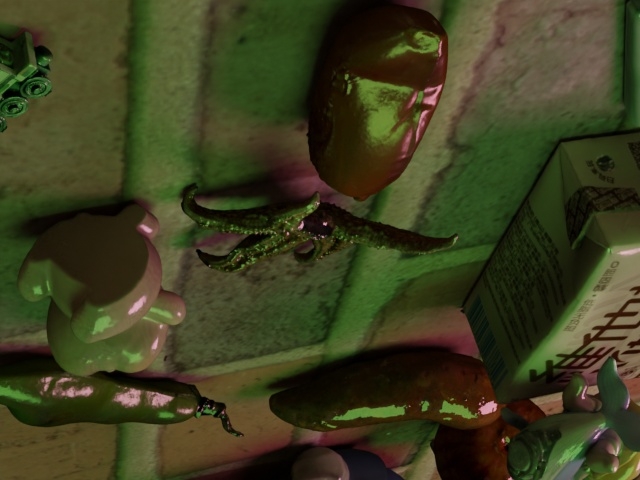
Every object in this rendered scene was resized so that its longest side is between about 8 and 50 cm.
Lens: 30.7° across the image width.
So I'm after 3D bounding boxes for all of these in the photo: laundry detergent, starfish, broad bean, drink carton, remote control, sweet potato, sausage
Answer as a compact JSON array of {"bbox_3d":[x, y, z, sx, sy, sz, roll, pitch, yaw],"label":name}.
[{"bbox_3d":[0.037,0.353,1.620,0.143,0.094,0.290,-14,154,12],"label":"laundry detergent"},{"bbox_3d":[0.000,-0.008,0.949,0.238,0.057,0.213,-3,170,17],"label":"starfish"},{"bbox_3d":[-0.212,0.154,1.152,0.075,0.067,0.325,-1,171,41],"label":"broad bean"},{"bbox_3d":[0.286,0.033,1.155,0.194,0.132,0.324,-10,150,-18],"label":"drink carton"},{"bbox_3d":[0.275,-0.145,0.929,0.061,0.029,0.162,-22,152,4],"label":"remote control"},{"bbox_3d":[0.087,0.173,1.341,0.292,0.097,0.097,2,147,-18],"label":"sweet potato"},{"bbox_3d":[0.038,-0.100,0.821,0.089,0.089,0.179,-6,147,-22],"label":"sausage"}]

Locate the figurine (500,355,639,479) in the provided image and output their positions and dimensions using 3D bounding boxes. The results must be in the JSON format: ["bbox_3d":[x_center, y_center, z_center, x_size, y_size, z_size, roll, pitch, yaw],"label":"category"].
[{"bbox_3d":[0.275,0.205,1.188,0.184,0.128,0.208,-7,152,-25],"label":"figurine"}]

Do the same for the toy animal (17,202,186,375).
[{"bbox_3d":[-0.169,0.069,0.958,0.124,0.124,0.212,-14,149,-8],"label":"toy animal"}]

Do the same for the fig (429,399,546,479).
[{"bbox_3d":[0.218,0.292,1.558,0.149,0.148,0.202,-38,161,-50],"label":"fig"}]

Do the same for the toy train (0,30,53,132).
[{"bbox_3d":[-0.205,-0.098,0.721,0.083,0.033,0.053,-34,145,26],"label":"toy train"}]
